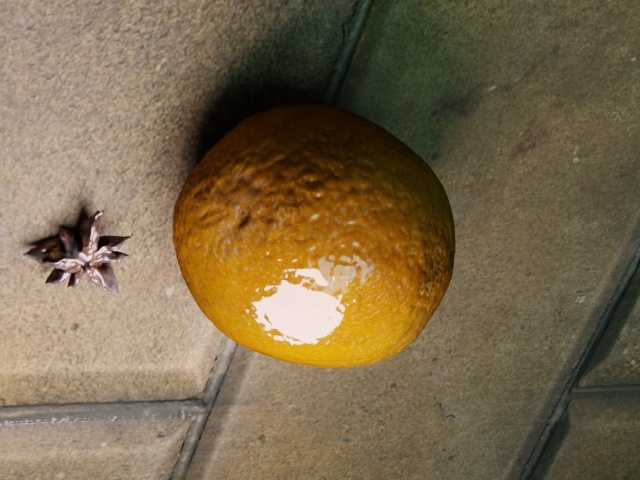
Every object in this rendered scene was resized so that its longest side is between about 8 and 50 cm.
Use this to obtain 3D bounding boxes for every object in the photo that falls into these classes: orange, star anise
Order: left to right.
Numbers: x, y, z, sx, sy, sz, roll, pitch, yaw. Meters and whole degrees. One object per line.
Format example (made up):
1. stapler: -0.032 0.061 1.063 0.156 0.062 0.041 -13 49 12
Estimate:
1. star anise: -0.278 0.026 2.175 0.124 0.056 0.129 -29 135 7
2. orange: 0.000 0.000 2.163 0.322 0.322 0.357 -47 148 9
